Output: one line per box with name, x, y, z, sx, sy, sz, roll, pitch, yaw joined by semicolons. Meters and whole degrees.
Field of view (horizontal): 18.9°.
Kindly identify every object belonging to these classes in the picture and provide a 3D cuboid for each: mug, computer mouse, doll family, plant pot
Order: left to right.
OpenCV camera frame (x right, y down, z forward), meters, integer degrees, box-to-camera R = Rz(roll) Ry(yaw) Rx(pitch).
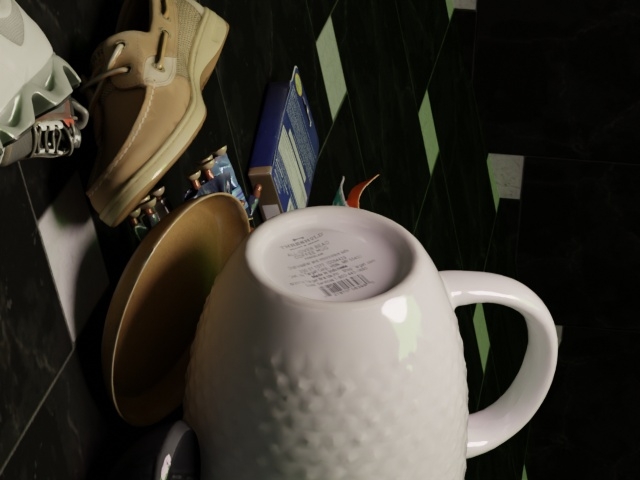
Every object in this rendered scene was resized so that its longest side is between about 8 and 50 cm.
computer mouse;-0.169;0.291;1.716;0.188;0.072;0.272;43;55;-72
plant pot;-0.141;0.061;1.816;0.236;0.032;0.236;-49;151;-40
doll family;-0.121;-0.014;1.930;0.193;0.076;0.111;-35;104;-28
mug;0.051;0.139;1.838;0.276;0.374;0.328;-120;-154;-51

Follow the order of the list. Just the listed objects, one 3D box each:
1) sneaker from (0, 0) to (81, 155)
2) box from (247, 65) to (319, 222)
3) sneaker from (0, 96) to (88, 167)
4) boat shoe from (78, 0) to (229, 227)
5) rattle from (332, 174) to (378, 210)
sneaker;-0.291;-0.101;1.352;0.146;0.122;0.330;60;22;-16
box;-0.044;-0.103;2.425;0.225;0.036;0.136;-78;157;-48
sneaker;-0.231;-0.095;1.599;0.158;0.065;0.061;-63;175;-65
boat shoe;-0.177;-0.136;1.813;0.110;0.121;0.341;37;29;-16
rattle;0.000;0.000;2.395;0.142;0.130;0.200;15;94;-38
